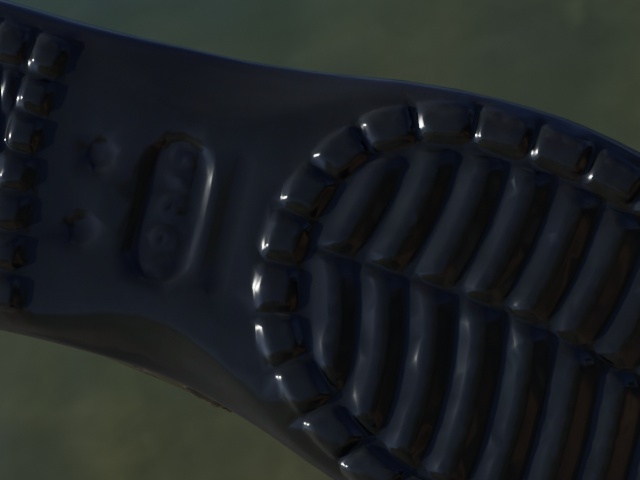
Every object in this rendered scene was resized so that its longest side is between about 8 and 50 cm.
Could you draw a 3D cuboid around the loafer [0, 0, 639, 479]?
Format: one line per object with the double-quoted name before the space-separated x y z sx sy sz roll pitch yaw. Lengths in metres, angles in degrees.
"loafer" 0.000 0.000 0.378 0.220 0.078 0.080 22 95 7
